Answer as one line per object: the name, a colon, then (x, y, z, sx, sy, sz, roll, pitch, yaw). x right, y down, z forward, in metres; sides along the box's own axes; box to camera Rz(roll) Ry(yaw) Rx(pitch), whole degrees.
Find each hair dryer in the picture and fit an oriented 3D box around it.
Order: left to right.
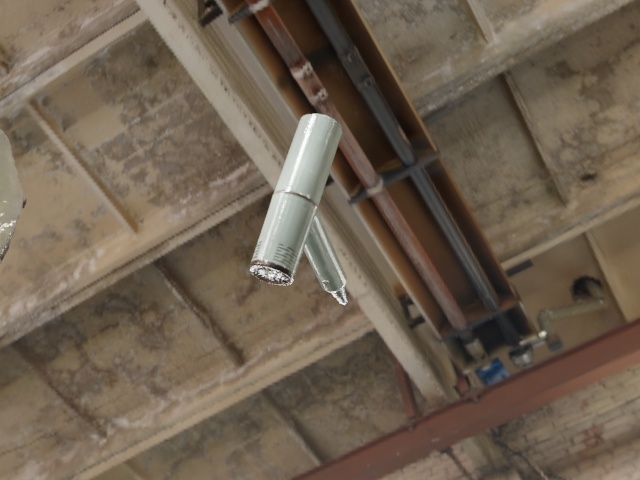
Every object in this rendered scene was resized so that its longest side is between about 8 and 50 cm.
hair dryer: (0.003, -0.006, 0.782, 0.044, 0.155, 0.183, 8, -23, 26)

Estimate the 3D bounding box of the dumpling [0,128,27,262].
dumpling: (-0.282, -0.015, 0.511, 0.172, 0.247, 0.142, 37, -40, -3)
